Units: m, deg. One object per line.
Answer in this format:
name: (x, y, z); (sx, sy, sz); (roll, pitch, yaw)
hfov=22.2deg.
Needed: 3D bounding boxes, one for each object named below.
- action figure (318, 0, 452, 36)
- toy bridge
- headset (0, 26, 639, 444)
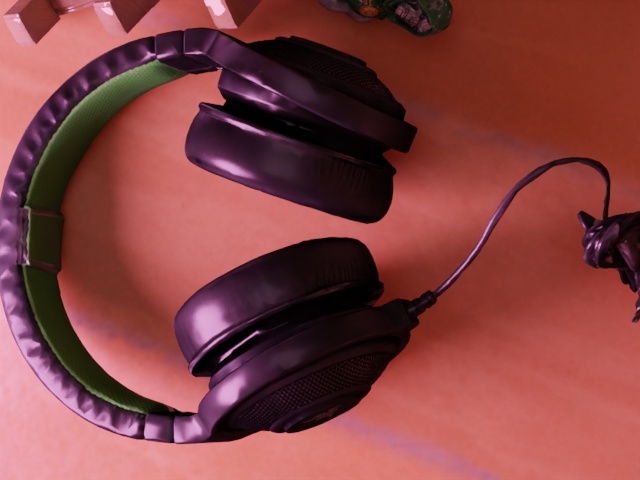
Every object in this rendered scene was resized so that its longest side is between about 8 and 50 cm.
action figure: (-0.022, -0.189, 0.973); (0.232, 0.137, 0.063); (30, 55, 3)
toy bridge: (-0.111, -0.150, 0.986); (0.188, 0.063, 0.026); (2, 132, 38)
headset: (0.000, 0.000, 0.969); (0.394, 0.185, 0.243); (-1, 85, 24)
